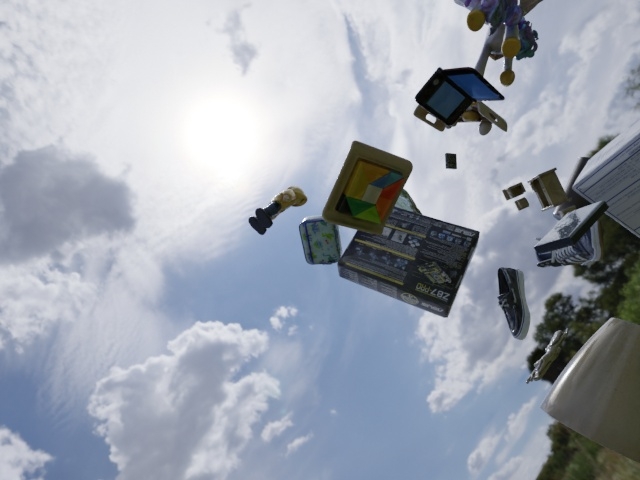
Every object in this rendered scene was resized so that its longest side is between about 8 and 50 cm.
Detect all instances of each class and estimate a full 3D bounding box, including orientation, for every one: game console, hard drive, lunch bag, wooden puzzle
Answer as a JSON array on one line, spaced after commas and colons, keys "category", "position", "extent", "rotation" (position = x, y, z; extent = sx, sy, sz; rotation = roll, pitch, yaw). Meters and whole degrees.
[{"category": "game console", "position": [0.304, -0.311, 0.942], "extent": [0.144, 0.085, 0.124], "rotation": [20, -57, -37]}, {"category": "hard drive", "position": [0.517, -0.026, 0.887], "extent": [0.135, 0.022, 0.094], "rotation": [-37, 0, -22]}, {"category": "lunch bag", "position": [0.000, 0.000, 1.899], "extent": [0.090, 0.176, 0.219], "rotation": [-60, -36, -63]}, {"category": "wooden puzzle", "position": [0.139, -0.140, 1.221], "extent": [0.221, 0.044, 0.238], "rotation": [12, -72, -30]}]

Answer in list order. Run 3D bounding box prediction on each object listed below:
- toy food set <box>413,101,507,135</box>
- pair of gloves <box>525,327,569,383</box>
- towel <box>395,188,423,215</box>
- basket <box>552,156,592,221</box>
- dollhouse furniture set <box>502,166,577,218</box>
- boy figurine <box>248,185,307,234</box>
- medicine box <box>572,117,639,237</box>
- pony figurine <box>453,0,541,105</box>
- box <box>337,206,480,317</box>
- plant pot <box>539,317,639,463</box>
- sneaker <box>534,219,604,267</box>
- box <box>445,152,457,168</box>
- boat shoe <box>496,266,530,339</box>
[{"category": "toy food set", "position": [0.549, -0.476, 1.693], "extent": [0.220, 0.306, 0.092], "rotation": [13, -88, -41]}, {"category": "pair of gloves", "position": [0.883, 0.451, 1.670], "extent": [0.204, 0.042, 0.240], "rotation": [-39, -38, -22]}, {"category": "towel", "position": [0.322, -0.195, 1.866], "extent": [0.038, 0.248, 0.325], "rotation": [-52, -31, 2]}, {"category": "basket", "position": [0.996, -0.166, 1.615], "extent": [0.204, 0.154, 0.227], "rotation": [28, -84, -19]}, {"category": "dollhouse furniture set", "position": [0.675, -0.103, 1.332], "extent": [0.161, 0.182, 0.101], "rotation": [-22, -7, 3]}, {"category": "boy figurine", "position": [-0.152, -0.124, 1.613], "extent": [0.177, 0.092, 0.285], "rotation": [-43, -1, 39]}, {"category": "medicine box", "position": [0.909, -0.165, 1.155], "extent": [0.149, 0.289, 0.263], "rotation": [-45, -11, -26]}, {"category": "pony figurine", "position": [0.436, -0.564, 1.044], "extent": [0.351, 0.303, 0.363], "rotation": [72, -145, -46]}, {"category": "box", "position": [0.302, 0.048, 1.473], "extent": [0.318, 0.395, 0.097], "rotation": [-57, -26, -30]}, {"category": "plant pot", "position": [0.702, 0.333, 1.010], "extent": [0.256, 0.256, 0.274], "rotation": [25, -93, -50]}, {"category": "sneaker", "position": [0.686, 0.016, 1.197], "extent": [0.282, 0.153, 0.099], "rotation": [32, -121, -62]}, {"category": "box", "position": [0.693, -0.421, 2.275], "extent": [0.067, 0.018, 0.083], "rotation": [-2, -92, -27]}, {"category": "boat shoe", "position": [0.754, 0.243, 1.705], "extent": [0.108, 0.102, 0.301], "rotation": [115, 166, -63]}]
